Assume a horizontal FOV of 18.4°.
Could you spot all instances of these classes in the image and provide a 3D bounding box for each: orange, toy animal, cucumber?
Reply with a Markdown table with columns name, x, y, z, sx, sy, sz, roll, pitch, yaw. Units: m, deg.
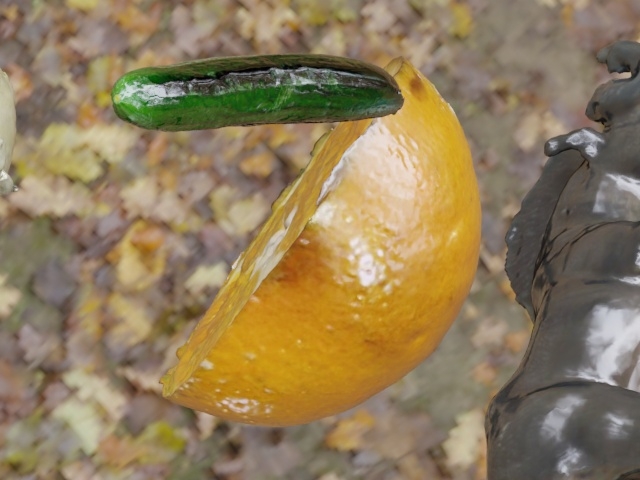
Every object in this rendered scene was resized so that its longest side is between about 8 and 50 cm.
| name | x | y | z | sx | sy | sz | roll | pitch | yaw |
| --- | --- | --- | --- | --- | --- | --- | --- | --- | --- |
| orange | 0.002 | 0.001 | 1.582 | 0.274 | 0.274 | 0.310 | -7 | 112 | -29 |
| toy animal | 0.111 | 0.042 | 0.630 | 0.084 | 0.148 | 0.233 | 48 | 51 | -44 |
| cucumber | -0.025 | -0.068 | 0.888 | 0.184 | 0.033 | 0.036 | -8 | 62 | -45 |

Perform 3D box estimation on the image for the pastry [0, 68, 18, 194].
| name | x | y | z | sx | sy | sz | roll | pitch | yaw |
| --- | --- | --- | --- | --- | --- | --- | --- | --- | --- |
| pastry | -0.268 | -0.071 | 1.265 | 0.088 | 0.166 | 0.166 | 27 | 48 | -63 |
